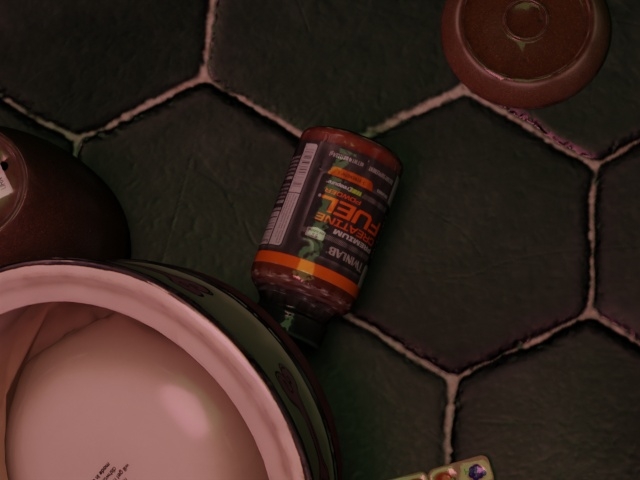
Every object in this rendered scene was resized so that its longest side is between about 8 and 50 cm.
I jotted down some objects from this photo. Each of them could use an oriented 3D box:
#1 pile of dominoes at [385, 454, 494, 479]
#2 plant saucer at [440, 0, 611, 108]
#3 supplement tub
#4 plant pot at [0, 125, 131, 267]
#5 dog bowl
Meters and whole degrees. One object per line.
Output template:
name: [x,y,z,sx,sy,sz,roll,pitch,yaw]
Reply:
pile of dominoes: [0.057,0.317,1.433,0.251,0.040,0.196,-16,75,2]
plant saucer: [0.202,-0.213,1.562,0.169,0.029,0.168,-1,75,5]
supplement tub: [0.000,0.000,1.487,0.106,0.106,0.197,18,79,10]
plant pot: [-0.295,-0.019,1.447,0.215,0.230,0.215,0,74,1]
dog bowl: [-0.162,0.197,1.350,0.408,0.150,0.407,5,104,22]
